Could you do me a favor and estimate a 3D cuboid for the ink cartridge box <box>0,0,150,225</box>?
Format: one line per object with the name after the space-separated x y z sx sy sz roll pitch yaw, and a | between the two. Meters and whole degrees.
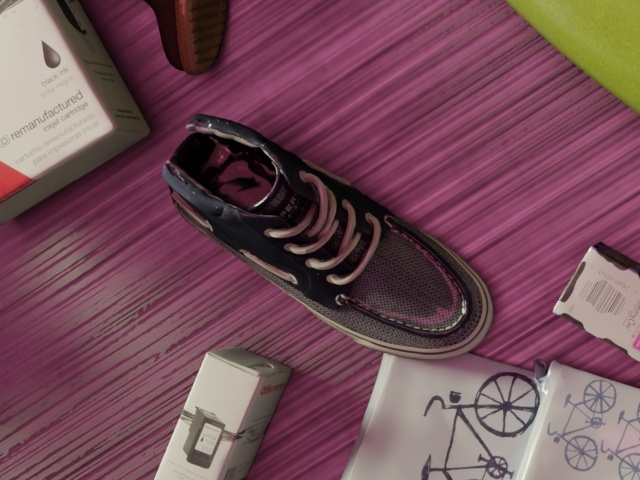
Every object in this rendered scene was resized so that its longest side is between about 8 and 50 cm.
-0.319 -0.171 1.815 0.197 0.114 0.273 -31 84 11 | ink cartridge box

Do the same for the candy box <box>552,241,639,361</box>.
0.314 0.079 1.720 0.196 0.165 0.070 30 97 10 | candy box

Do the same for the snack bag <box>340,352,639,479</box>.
0.169 0.256 1.755 0.342 0.037 0.323 17 71 14 | snack bag

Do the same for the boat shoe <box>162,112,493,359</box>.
0.000 0.000 1.774 0.340 0.158 0.127 26 83 11 | boat shoe

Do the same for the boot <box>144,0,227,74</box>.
-0.203 -0.274 1.874 0.207 0.090 0.248 -6 91 23 | boot

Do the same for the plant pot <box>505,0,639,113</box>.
0.251 -0.276 1.698 0.293 0.275 0.275 30 97 25 | plant pot

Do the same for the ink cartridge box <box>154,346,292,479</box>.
-0.094 0.180 1.831 0.063 0.109 0.150 24 96 13 | ink cartridge box
